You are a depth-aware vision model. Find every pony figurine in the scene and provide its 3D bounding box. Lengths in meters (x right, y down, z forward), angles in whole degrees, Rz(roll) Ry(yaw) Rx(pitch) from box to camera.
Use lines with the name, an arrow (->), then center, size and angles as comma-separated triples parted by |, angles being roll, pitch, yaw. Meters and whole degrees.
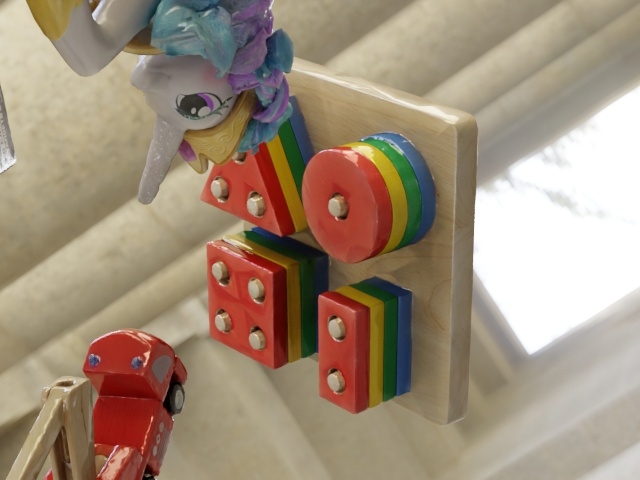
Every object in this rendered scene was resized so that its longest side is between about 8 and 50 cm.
pony figurine -> -0.062, -0.214, 0.847 | 0.303, 0.351, 0.363 | 26, 172, 24

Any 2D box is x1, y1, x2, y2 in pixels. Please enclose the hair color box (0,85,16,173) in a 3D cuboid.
hair color box -> -0.256, -0.082, 0.800 | 0.347, 0.105, 0.173 | -80, -22, -77

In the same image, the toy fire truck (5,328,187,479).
toy fire truck -> -0.135, 0.121, 0.886 | 0.135, 0.047, 0.192 | 67, -148, -54

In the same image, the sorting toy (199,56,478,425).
sorting toy -> 0.000, 0.000, 1.275 | 0.257, 0.089, 0.255 | 24, 122, 45
